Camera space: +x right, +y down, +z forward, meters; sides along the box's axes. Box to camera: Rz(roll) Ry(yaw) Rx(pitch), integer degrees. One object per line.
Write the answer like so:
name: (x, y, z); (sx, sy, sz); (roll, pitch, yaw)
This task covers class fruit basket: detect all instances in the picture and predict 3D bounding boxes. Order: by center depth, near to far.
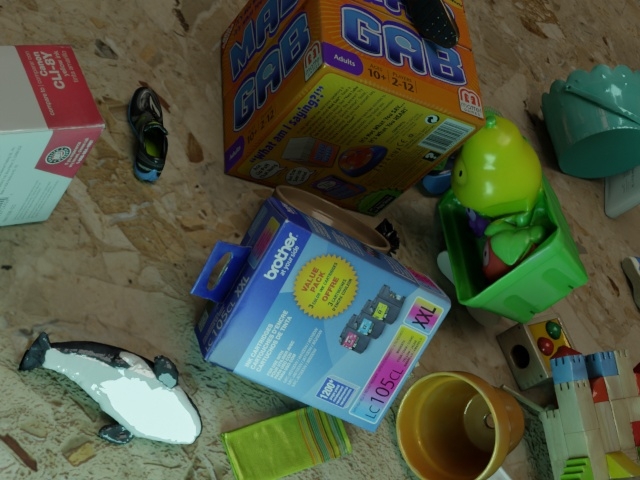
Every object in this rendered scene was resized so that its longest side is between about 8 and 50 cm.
fruit basket: (0.346, -0.071, 1.910); (0.392, 0.283, 0.392); (39, 27, -25)

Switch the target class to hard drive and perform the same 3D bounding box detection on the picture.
hard drive: (0.846, -0.204, 2.425); (0.040, 0.307, 0.203); (31, 48, -20)

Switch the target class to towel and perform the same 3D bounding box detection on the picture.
towel: (-0.052, 0.338, 1.610); (0.237, 0.021, 0.102); (-10, 68, -40)

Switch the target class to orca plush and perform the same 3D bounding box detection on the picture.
orca plush: (-0.314, 0.220, 1.469); (0.287, 0.102, 0.151); (17, 98, -16)

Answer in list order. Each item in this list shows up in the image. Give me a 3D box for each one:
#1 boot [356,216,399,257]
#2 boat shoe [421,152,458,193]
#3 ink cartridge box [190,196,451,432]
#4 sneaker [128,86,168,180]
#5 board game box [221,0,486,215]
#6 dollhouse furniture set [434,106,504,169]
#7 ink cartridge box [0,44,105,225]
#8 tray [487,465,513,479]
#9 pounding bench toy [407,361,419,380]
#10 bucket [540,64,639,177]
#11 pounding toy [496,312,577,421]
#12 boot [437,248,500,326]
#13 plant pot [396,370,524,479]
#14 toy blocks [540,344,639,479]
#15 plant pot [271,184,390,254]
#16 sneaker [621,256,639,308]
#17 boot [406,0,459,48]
boot: (0.103, -0.012, 1.893); (0.045, 0.099, 0.121); (1, 63, -38)
boat shoe: (0.328, -0.168, 2.159); (0.258, 0.109, 0.089); (0, 49, -39)
ink cartridge box: (-0.025, 0.112, 1.591); (0.395, 0.270, 0.151); (27, 8, -20)
sneaker: (-0.300, -0.198, 1.726); (0.067, 0.078, 0.188); (10, 57, -32)
board game box: (0.048, -0.318, 1.869); (0.356, 0.356, 0.356); (15, 55, -30)
dollhouse furniture set: (0.314, -0.270, 2.094); (0.301, 0.151, 0.197); (-1, 44, -17)
ink cartridge box: (-0.547, -0.135, 1.360); (0.384, 0.279, 0.160); (-11, 69, -41)
tray: (0.364, 0.522, 1.796); (0.270, 0.030, 0.145); (50, 45, 1)
pounding bench toy: (0.135, 0.240, 1.767); (0.065, 0.083, 0.052); (-17, 74, -43)
bucket: (0.703, -0.292, 2.416); (0.281, 0.281, 0.183); (11, 59, -31)
pounding toy: (0.457, 0.267, 1.983); (0.181, 0.094, 0.206); (-7, 67, -39)
boot: (0.330, 0.089, 2.018); (0.086, 0.069, 0.190); (-20, 72, -47)
plant pot: (0.272, 0.336, 1.747); (0.188, 0.205, 0.205); (6, 58, -53)
toy blocks: (0.572, 0.336, 1.924); (0.381, 0.191, 0.261); (1, 74, -37)
plant pot: (0.000, 0.000, 1.771); (0.237, 0.110, 0.237); (27, 13, -7)
sneaker: (0.808, 0.108, 2.372); (0.084, 0.058, 0.152); (1, 55, -27)
boot: (0.208, -0.451, 1.766); (0.106, 0.082, 0.219); (-25, 76, -42)
